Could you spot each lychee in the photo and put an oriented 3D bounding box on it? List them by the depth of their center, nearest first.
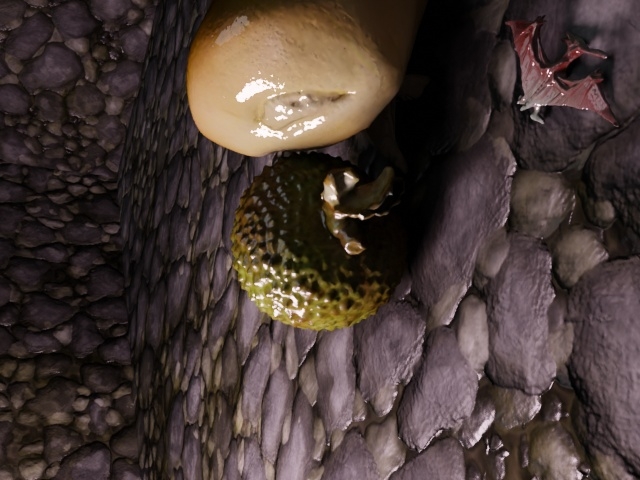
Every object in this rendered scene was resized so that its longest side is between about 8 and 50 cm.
[{"bbox_3d":[-0.003,0.003,1.083,0.320,0.269,0.270,-150,68,-84],"label":"lychee"}]

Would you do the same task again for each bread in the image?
[{"bbox_3d":[-0.021,-0.307,1.057,0.347,0.253,0.376,-16,41,39],"label":"bread"}]

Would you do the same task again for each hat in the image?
[{"bbox_3d":[0.088,-0.185,1.134,0.175,0.084,0.147,-154,72,-63],"label":"hat"}]

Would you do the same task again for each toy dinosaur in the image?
[{"bbox_3d":[0.260,-0.183,0.819,0.108,0.032,0.220,-61,42,34],"label":"toy dinosaur"}]
